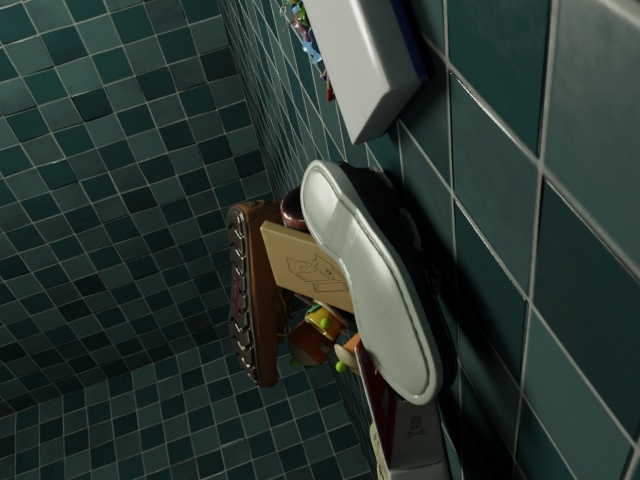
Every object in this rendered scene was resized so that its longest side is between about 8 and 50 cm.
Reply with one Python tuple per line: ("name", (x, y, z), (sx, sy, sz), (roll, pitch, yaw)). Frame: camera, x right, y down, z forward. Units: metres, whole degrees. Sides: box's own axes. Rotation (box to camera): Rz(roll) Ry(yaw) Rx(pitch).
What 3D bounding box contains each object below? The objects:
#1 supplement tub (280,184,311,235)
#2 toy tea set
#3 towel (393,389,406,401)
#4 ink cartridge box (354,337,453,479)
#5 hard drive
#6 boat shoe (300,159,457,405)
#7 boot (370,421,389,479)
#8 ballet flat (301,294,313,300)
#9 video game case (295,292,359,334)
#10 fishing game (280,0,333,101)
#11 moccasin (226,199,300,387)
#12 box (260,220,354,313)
("supplement tub", (0.000, 0.000, 1.220), (0.106, 0.106, 0.198), (-115, 6, -47))
("toy tea set", (0.022, 0.222, 1.330), (0.200, 0.124, 0.336), (38, 167, 8))
("towel", (0.118, 0.209, 1.063), (0.067, 0.029, 0.119), (39, -171, -19))
("ink cartridge box", (0.110, 0.225, 0.803), (0.296, 0.066, 0.261), (0, -103, -83))
("hard drive", (0.006, -0.261, 0.616), (0.210, 0.040, 0.319), (141, 110, -84))
("boat shoe", (0.074, 0.024, 0.701), (0.303, 0.091, 0.114), (67, 147, 33))
("boot", (0.165, 0.484, 1.408), (0.165, 0.077, 0.213), (152, 102, -82))
("ballet flat", (-0.019, 0.029, 1.465), (0.348, 0.123, 0.123), (-132, 24, -70))
("video game case", (0.001, 0.134, 1.537), (0.190, 0.022, 0.173), (34, -175, -16))
("fishing game", (-0.039, -0.317, 0.884), (0.189, 0.041, 0.264), (91, 159, -82))
("moccasin", (-0.107, 0.108, 1.361), (0.139, 0.147, 0.380), (8, 102, 61))
("box", (-0.001, 0.052, 1.168), (0.201, 0.021, 0.164), (18, 144, 24))
